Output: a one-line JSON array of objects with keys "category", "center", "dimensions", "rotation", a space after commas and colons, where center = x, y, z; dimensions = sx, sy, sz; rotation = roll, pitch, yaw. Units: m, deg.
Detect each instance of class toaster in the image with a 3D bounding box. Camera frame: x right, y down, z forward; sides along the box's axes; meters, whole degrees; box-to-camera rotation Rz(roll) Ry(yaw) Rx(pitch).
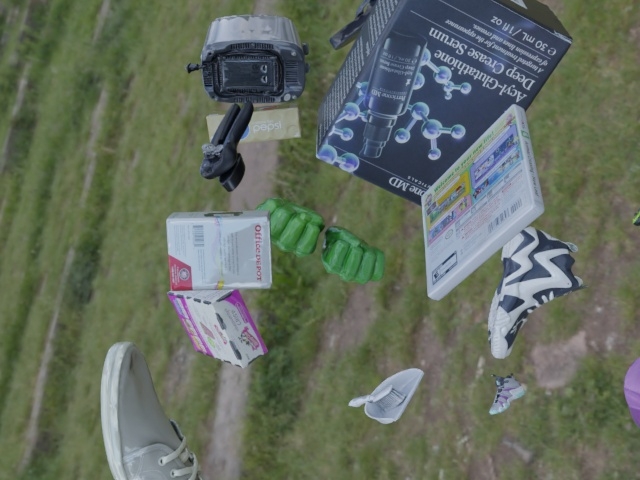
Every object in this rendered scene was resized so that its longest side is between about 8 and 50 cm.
[{"category": "toaster", "center": [-0.133, -0.340, 1.553], "dimensions": [0.147, 0.226, 0.129], "rotation": [-93, 2, -51]}]

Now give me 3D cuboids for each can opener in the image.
[{"category": "can opener", "center": [-0.147, -0.158, 1.317], "dimensions": [0.073, 0.059, 0.186], "rotation": [70, -159, -44]}]

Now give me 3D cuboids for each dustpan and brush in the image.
[{"category": "dustpan and brush", "center": [0.132, 0.360, 1.890], "dimensions": [0.147, 0.060, 0.211], "rotation": [-53, 6, -36]}]

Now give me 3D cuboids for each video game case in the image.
[{"category": "video game case", "center": [0.210, -0.050, 1.120], "dimensions": [0.212, 0.023, 0.193], "rotation": [-48, 28, 41]}]

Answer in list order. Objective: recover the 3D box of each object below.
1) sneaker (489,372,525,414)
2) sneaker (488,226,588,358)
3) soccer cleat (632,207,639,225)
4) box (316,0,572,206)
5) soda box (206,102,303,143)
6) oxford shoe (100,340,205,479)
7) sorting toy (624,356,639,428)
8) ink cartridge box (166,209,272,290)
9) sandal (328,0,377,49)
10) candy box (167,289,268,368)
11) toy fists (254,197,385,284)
[{"category": "sneaker", "center": [0.365, 0.305, 1.696], "dimensions": [0.069, 0.098, 0.038], "rotation": [58, 147, 3]}, {"category": "sneaker", "center": [0.383, 0.099, 1.448], "dimensions": [0.094, 0.152, 0.235], "rotation": [72, -150, -82]}, {"category": "soccer cleat", "center": [0.717, -0.078, 1.700], "dimensions": [0.178, 0.072, 0.060], "rotation": [-37, -17, -7]}, {"category": "box", "center": [0.205, -0.292, 1.521], "dimensions": [0.396, 0.293, 0.212], "rotation": [-60, 15, 29]}, {"category": "soda box", "center": [-0.126, -0.227, 1.628], "dimensions": [0.058, 0.181, 0.061], "rotation": [-80, -16, -72]}, {"category": "oxford shoe", "center": [-0.248, 0.371, 1.329], "dimensions": [0.169, 0.129, 0.450], "rotation": [-49, -52, -76]}, {"category": "sorting toy", "center": [0.383, 0.032, 0.713], "dimensions": [0.127, 0.126, 0.366], "rotation": [29, 73, 39]}, {"category": "ink cartridge box", "center": [-0.171, 0.017, 1.441], "dimensions": [0.072, 0.175, 0.128], "rotation": [-93, 2, -78]}, {"category": "sandal", "center": [0.107, -0.473, 1.678], "dimensions": [0.254, 0.055, 0.097], "rotation": [-30, 4, 33]}, {"category": "candy box", "center": [-0.224, 0.173, 1.786], "dimensions": [0.233, 0.071, 0.159], "rotation": [6, 124, 57]}, {"category": "toy fists", "center": [0.000, 0.000, 1.608], "dimensions": [0.096, 0.279, 0.142], "rotation": [-59, 13, 12]}]
